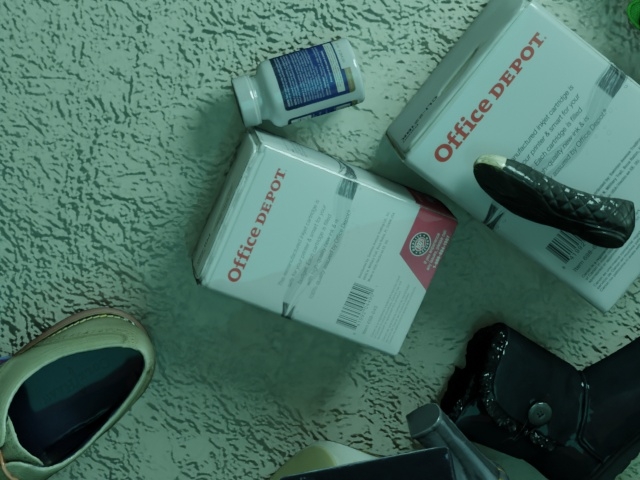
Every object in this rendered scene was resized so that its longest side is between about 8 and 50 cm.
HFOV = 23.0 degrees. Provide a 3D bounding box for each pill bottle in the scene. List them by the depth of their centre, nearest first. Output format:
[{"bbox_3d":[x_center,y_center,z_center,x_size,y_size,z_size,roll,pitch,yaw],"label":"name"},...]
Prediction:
[{"bbox_3d":[-0.022,-0.149,1.524,0.120,0.067,0.067,-17,108,-4],"label":"pill bottle"}]

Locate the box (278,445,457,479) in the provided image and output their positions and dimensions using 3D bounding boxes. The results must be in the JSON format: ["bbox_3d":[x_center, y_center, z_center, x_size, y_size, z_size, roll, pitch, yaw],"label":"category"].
[{"bbox_3d":[0.080,0.411,1.524,0.183,0.296,0.294,-11,139,6],"label":"box"}]

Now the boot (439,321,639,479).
[{"bbox_3d":[0.263,0.141,1.642,0.207,0.094,0.246,32,105,-20],"label":"boot"}]

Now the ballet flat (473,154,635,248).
[{"bbox_3d":[0.220,-0.043,1.493,0.173,0.057,0.049,24,63,-16],"label":"ballet flat"}]

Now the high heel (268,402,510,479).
[{"bbox_3d":[0.065,0.282,1.654,0.261,0.093,0.186,-27,126,22],"label":"high heel"}]

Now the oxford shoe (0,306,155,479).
[{"bbox_3d":[-0.328,0.200,1.500,0.397,0.146,0.140,-40,99,-8],"label":"oxford shoe"}]

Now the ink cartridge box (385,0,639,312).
[{"bbox_3d":[0.230,-0.092,1.557,0.273,0.114,0.197,36,99,-18],"label":"ink cartridge box"}]

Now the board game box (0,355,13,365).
[{"bbox_3d":[-0.348,0.188,1.590,0.169,0.033,0.133,-5,107,-8],"label":"board game box"}]

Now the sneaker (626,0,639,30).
[{"bbox_3d":[0.392,-0.208,1.562,0.146,0.134,0.343,-5,120,30],"label":"sneaker"}]

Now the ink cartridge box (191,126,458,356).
[{"bbox_3d":[0.000,0.000,1.560,0.218,0.092,0.158,21,102,-16],"label":"ink cartridge box"}]
